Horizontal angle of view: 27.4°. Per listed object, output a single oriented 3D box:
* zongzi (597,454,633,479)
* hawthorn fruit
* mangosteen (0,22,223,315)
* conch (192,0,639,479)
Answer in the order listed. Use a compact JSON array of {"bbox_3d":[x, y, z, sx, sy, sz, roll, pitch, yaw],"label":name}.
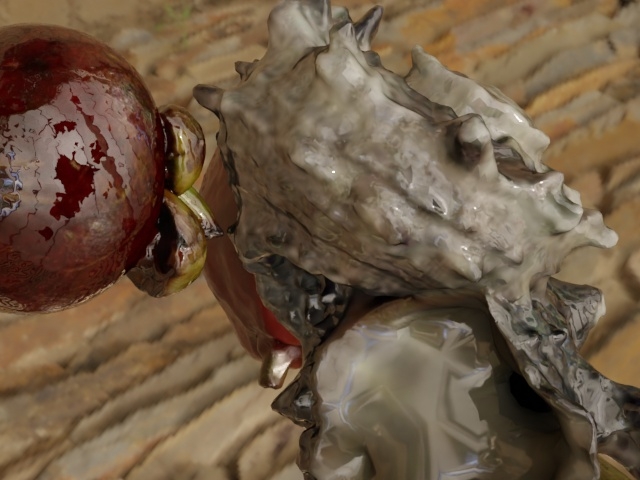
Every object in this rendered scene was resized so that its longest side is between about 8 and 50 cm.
[{"bbox_3d":[0.165,0.215,1.083,0.160,0.078,0.176,-25,-172,-3],"label":"zongzi"},{"bbox_3d":[0.000,0.000,1.237,0.307,0.265,0.265,-66,153,-18],"label":"hawthorn fruit"},{"bbox_3d":[-0.183,-0.041,0.977,0.258,0.215,0.215,23,99,-26],"label":"mangosteen"},{"bbox_3d":[0.059,0.009,0.618,0.186,0.313,0.240,-19,169,-10],"label":"conch"}]
